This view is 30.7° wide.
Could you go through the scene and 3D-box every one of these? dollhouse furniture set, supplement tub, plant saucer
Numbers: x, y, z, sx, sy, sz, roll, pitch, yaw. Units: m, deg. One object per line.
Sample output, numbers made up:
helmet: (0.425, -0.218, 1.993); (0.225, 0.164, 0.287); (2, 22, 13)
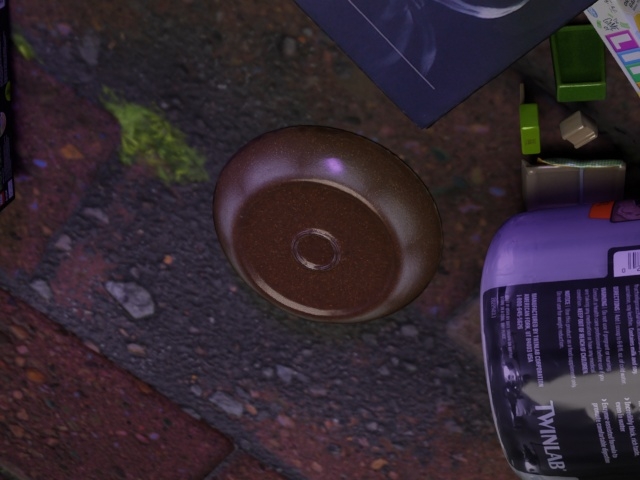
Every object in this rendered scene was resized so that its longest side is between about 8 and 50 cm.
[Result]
dollhouse furniture set: (0.183, -0.083, 0.854); (0.076, 0.058, 0.151); (-3, 144, 10)
supplement tub: (0.296, 0.064, 0.808); (0.338, 0.207, 0.207); (-6, 123, 21)
plant saucer: (0.000, 0.000, 0.964); (0.199, 0.036, 0.198); (9, 128, 12)

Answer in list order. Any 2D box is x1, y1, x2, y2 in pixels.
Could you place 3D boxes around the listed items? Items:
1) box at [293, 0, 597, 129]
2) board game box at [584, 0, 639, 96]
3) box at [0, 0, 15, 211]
box: (0.066, -0.298, 0.635); (0.343, 0.179, 0.312); (43, 125, -15)
board game box: (0.229, -0.153, 0.709); (0.103, 0.154, 0.026); (50, 154, -20)
box: (-0.311, -0.127, 0.952); (0.114, 0.036, 0.207); (11, 120, 10)
